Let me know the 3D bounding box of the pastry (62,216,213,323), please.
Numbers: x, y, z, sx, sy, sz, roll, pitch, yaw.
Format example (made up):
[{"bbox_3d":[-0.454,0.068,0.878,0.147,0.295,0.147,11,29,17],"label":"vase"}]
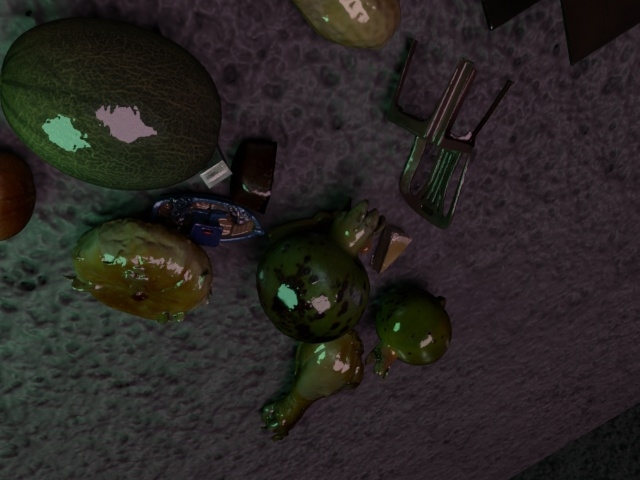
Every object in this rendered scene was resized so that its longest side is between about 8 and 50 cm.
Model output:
[{"bbox_3d":[-0.325,0.061,1.000,0.256,0.121,0.236,-1,145,9],"label":"pastry"}]

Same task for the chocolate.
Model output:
[{"bbox_3d":[-0.132,-0.112,1.019,0.080,0.125,0.149,11,124,-11],"label":"chocolate"}]

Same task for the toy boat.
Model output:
[{"bbox_3d":[-0.212,-0.036,1.042,0.223,0.097,0.100,7,123,-27],"label":"toy boat"}]

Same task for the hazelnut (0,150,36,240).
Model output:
[{"bbox_3d":[-0.524,-0.069,0.857,0.150,0.150,0.150,-12,127,-16],"label":"hazelnut"}]

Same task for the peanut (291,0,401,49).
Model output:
[{"bbox_3d":[0.010,-0.410,0.851,0.313,0.149,0.149,33,106,-37],"label":"peanut"}]

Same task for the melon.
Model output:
[{"bbox_3d":[-0.299,-0.195,0.797,0.301,0.237,0.238,11,119,-26],"label":"melon"}]

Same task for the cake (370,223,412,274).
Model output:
[{"bbox_3d":[0.162,0.027,1.281,0.065,0.052,0.121,5,120,-29],"label":"cake"}]

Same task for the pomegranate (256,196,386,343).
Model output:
[{"bbox_3d":[0.017,0.067,1.114,0.306,0.242,0.242,-38,132,-17],"label":"pomegranate"}]

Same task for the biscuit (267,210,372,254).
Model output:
[{"bbox_3d":[0.000,0.000,1.201,0.250,0.035,0.163,7,119,-27],"label":"biscuit"}]

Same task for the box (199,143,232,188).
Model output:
[{"bbox_3d":[-0.196,-0.143,0.959,0.050,0.117,0.036,-31,133,2],"label":"box"}]

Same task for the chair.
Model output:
[{"bbox_3d":[0.217,-0.195,1.072,0.183,0.175,0.327,6,115,-38],"label":"chair"}]

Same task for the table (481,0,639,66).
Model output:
[{"bbox_3d":[0.393,-0.487,0.889,0.196,0.251,0.282,-34,130,0],"label":"table"}]

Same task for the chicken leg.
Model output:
[{"bbox_3d":[-0.030,0.366,1.396,0.201,0.153,0.429,25,119,-18],"label":"chicken leg"}]

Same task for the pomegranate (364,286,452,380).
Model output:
[{"bbox_3d":[0.222,0.236,1.341,0.198,0.246,0.198,18,145,13],"label":"pomegranate"}]
